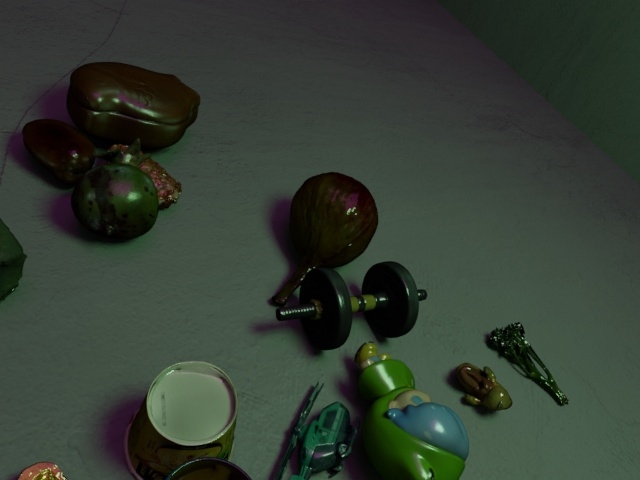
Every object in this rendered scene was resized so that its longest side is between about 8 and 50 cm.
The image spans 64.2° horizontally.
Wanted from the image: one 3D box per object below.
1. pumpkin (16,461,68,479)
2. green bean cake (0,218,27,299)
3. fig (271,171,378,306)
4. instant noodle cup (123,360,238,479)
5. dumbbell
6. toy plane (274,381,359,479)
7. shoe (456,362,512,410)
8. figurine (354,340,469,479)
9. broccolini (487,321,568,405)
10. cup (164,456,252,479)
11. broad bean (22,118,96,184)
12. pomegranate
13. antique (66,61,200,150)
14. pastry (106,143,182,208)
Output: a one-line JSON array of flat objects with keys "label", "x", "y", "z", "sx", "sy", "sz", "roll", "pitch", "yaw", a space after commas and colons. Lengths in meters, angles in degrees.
[{"label": "pumpkin", "x": -0.319, "y": 0.301, "z": 0.599, "sx": 0.083, "sy": 0.028, "sz": 0.050, "roll": 41, "pitch": 40, "yaw": 2}, {"label": "green bean cake", "x": -0.552, "y": 0.018, "z": 0.688, "sx": 0.227, "sy": 0.125, "sz": 0.222, "roll": 43, "pitch": 40, "yaw": 13}, {"label": "fig", "x": 0.001, "y": 0.008, "z": 1.023, "sx": 0.190, "sy": 0.190, "sz": 0.291, "roll": 24, "pitch": 81, "yaw": -6}, {"label": "instant noodle cup", "x": -0.175, "y": 0.237, "z": 0.673, "sx": 0.151, "sy": 0.122, "sz": 0.152, "roll": 15, "pitch": 40, "yaw": -13}, {"label": "dumbbell", "x": 0.067, "y": 0.114, "z": 0.917, "sx": 0.325, "sy": 0.143, "sz": 0.143, "roll": -3, "pitch": 50, "yaw": -32}, {"label": "toy plane", "x": -0.008, "y": 0.308, "z": 0.743, "sx": 0.096, "sy": 0.060, "sz": 0.235, "roll": 24, "pitch": 37, "yaw": 7}, {"label": "shoe", "x": 0.296, "y": 0.272, "z": 0.943, "sx": 0.109, "sy": 0.072, "sz": 0.069, "roll": 57, "pitch": 10, "yaw": 23}, {"label": "figurine", "x": 0.129, "y": 0.276, "z": 0.796, "sx": 0.162, "sy": 0.143, "sz": 0.263, "roll": 45, "pitch": 8, "yaw": -36}, {"label": "broccolini", "x": 0.433, "y": 0.254, "z": 1.042, "sx": 0.201, "sy": 0.074, "sz": 0.058, "roll": 51, "pitch": 28, "yaw": 21}, {"label": "cup", "x": -0.126, "y": 0.339, "z": 0.583, "sx": 0.150, "sy": 0.138, "sz": 0.114, "roll": 26, "pitch": 41, "yaw": -3}, {"label": "broad bean", "x": -0.485, "y": -0.172, "z": 0.948, "sx": 0.165, "sy": 0.085, "sz": 0.114, "roll": 39, "pitch": 15, "yaw": 18}, {"label": "pomegranate", "x": -0.352, "y": -0.085, "z": 0.878, "sx": 0.148, "sy": 0.148, "sz": 0.169, "roll": -6, "pitch": 73, "yaw": -33}, {"label": "antique", "x": -0.386, "y": -0.276, "z": 1.058, "sx": 0.223, "sy": 0.129, "sz": 0.278, "roll": 36, "pitch": 32, "yaw": 15}, {"label": "pastry", "x": -0.343, "y": -0.119, "z": 0.995, "sx": 0.169, "sy": 0.063, "sz": 0.087, "roll": 42, "pitch": 51, "yaw": 8}]
